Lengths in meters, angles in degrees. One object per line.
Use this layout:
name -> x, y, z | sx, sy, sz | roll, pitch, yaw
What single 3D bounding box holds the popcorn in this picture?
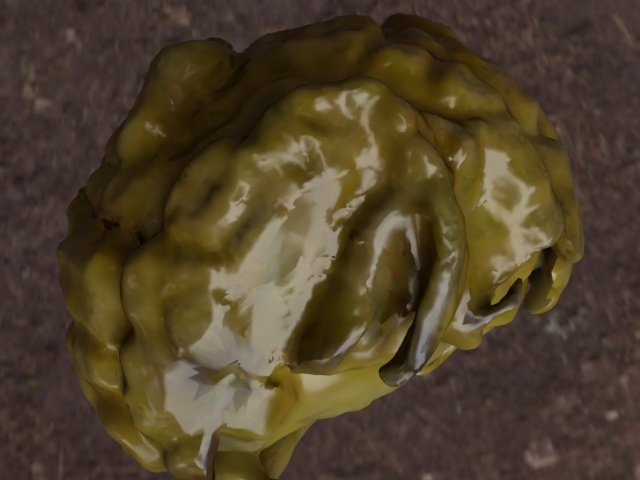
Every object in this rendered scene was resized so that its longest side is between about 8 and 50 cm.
popcorn -> 0.000, 0.000, 0.879 | 0.250, 0.190, 0.250 | -32, 155, -17
